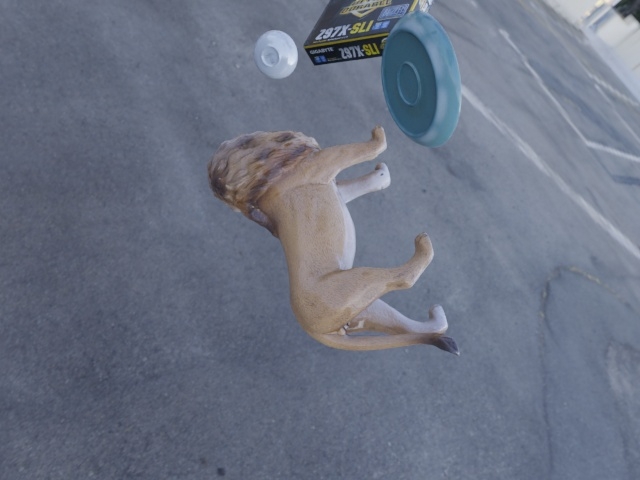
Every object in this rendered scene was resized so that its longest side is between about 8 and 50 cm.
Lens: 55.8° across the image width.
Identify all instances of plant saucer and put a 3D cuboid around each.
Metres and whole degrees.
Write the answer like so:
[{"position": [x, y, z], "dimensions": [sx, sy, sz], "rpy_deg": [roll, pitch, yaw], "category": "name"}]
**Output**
[{"position": [0.221, -0.370, 1.421], "dimensions": [0.043, 0.318, 0.318], "rpy_deg": [-16, 64, -18], "category": "plant saucer"}]

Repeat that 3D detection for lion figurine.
[{"position": [0.000, 0.000, 0.770], "dimensions": [0.142, 0.240, 0.392], "rpy_deg": [75, -4, -59], "category": "lion figurine"}]

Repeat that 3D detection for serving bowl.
[{"position": [-0.083, -0.325, 1.065], "dimensions": [0.083, 0.083, 0.027], "rpy_deg": [47, 31, -4], "category": "serving bowl"}]

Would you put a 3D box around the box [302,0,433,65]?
[{"position": [0.139, -0.620, 1.698], "dimensions": [0.079, 0.321, 0.257], "rpy_deg": [51, 54, -44], "category": "box"}]
